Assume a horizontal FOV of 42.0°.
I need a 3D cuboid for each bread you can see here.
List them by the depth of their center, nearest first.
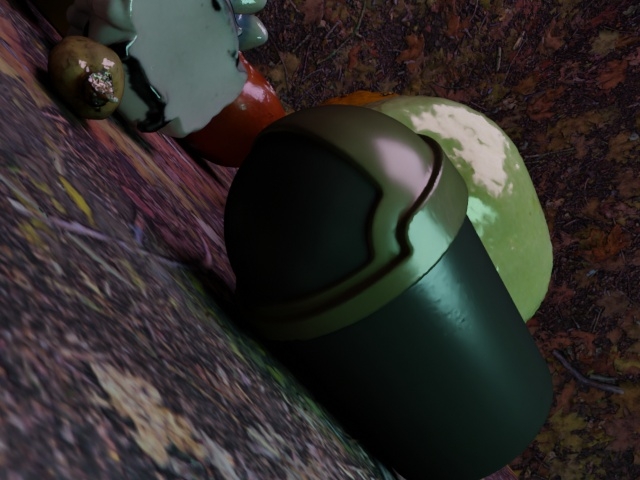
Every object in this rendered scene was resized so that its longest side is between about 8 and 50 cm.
[{"bbox_3d":[0.098,-0.004,0.966,0.320,0.320,0.237,48,-26,-20],"label":"bread"}]

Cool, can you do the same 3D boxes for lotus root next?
[{"bbox_3d":[-0.206,-0.146,0.737,0.072,0.063,0.152,59,-8,-33],"label":"lotus root"}]

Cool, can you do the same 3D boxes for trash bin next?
[{"bbox_3d":[0.048,0.040,0.706,0.333,0.214,0.214,57,-2,-27],"label":"trash bin"}]

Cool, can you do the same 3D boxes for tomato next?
[{"bbox_3d":[-0.178,-0.239,1.425,0.260,0.180,0.260,46,2,-2],"label":"tomato"}]

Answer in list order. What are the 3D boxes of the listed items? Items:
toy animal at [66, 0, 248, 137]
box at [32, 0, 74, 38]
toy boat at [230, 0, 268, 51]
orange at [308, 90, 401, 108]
[{"bbox_3d":[-0.192,-0.236,0.955,0.156,0.204,0.208,27,-26,35],"label":"toy animal"},{"bbox_3d":[-0.310,-0.353,1.081,0.279,0.153,0.041,49,1,3],"label":"box"},{"bbox_3d":[-0.258,-0.387,1.476,0.215,0.330,0.123,108,-14,-74],"label":"toy boat"},{"bbox_3d":[0.072,-0.044,1.241,0.340,0.341,0.293,47,38,-47],"label":"orange"}]
